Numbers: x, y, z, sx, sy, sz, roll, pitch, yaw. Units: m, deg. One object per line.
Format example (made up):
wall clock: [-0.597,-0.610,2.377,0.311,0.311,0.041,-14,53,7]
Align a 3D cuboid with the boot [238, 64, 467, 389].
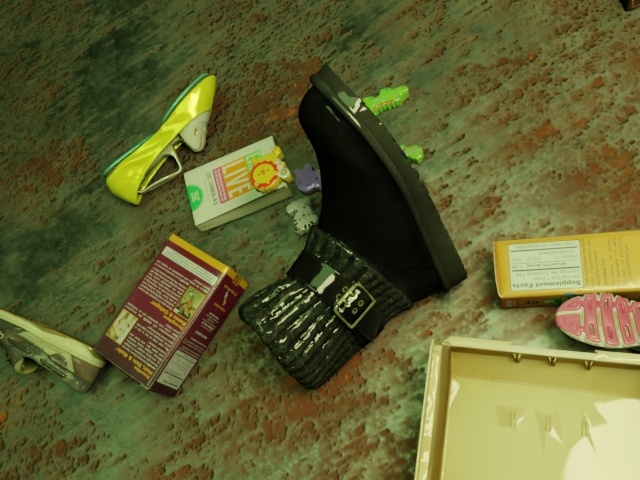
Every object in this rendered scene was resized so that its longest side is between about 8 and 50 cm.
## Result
boot: [0.002,0.003,0.898,0.260,0.348,0.131,-33,30,-1]

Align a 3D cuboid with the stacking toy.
stacking toy: [0.031,-0.096,1.003,0.221,0.167,0.052,-28,65,4]

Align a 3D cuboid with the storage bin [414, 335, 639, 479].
storage bin: [0.245,0.240,0.838,0.262,0.123,0.260,3,71,18]

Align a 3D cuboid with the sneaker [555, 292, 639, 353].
sneaker: [0.352,0.099,0.884,0.171,0.075,0.063,0,68,4]

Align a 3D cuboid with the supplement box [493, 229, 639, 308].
supplement box: [0.326,0.035,0.919,0.234,0.078,0.080,-3,72,16]

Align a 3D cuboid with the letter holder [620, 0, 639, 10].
letter holder: [0.454,-0.472,0.950,0.214,0.302,0.152,-24,65,6]

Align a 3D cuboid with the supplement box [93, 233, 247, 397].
supplement box: [-0.199,0.102,1.041,0.104,0.081,0.188,29,80,23]

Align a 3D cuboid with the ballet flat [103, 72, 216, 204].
ballet flat: [-0.220,-0.144,1.154,0.231,0.077,0.077,-45,86,-1]

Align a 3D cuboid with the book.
book: [-0.120,-0.082,1.119,0.144,0.035,0.096,-23,61,8]

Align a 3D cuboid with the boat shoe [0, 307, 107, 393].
boat shoe: [-0.406,0.152,1.083,0.224,0.080,0.073,16,70,16]
